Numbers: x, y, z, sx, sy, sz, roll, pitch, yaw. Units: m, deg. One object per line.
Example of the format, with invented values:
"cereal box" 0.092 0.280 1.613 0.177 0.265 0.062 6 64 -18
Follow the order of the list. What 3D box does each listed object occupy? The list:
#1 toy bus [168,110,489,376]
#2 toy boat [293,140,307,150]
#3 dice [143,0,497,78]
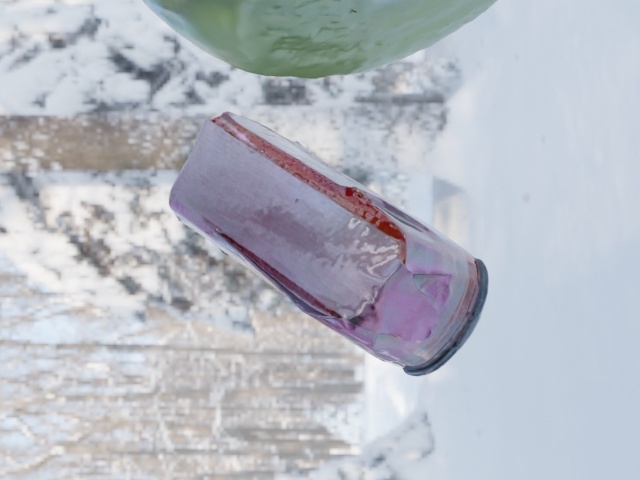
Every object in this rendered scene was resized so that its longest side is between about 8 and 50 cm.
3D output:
"toy bus" 0.000 0.000 1.001 0.127 0.303 0.147 -58 -37 3
"toy boat" -0.009 -0.050 1.301 0.122 0.034 0.096 56 -150 -18
"dice" 0.008 -0.265 0.690 0.252 0.254 0.249 -42 68 39
